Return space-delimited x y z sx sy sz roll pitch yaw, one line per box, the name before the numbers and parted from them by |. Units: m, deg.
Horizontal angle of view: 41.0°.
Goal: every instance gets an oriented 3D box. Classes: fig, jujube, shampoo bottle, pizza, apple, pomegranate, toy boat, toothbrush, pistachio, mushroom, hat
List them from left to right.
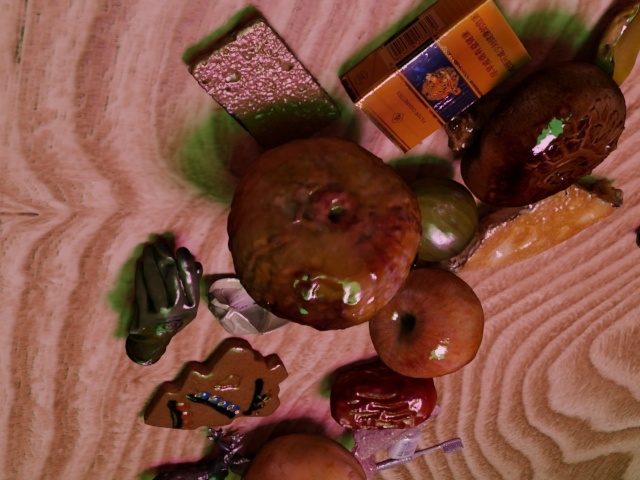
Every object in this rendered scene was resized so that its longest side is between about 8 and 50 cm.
hat | -0.123 0.107 1.514 0.166 0.081 0.122 -21 103 -24
toy boat | -0.159 0.534 2.002 0.063 0.016 0.115 -32 140 10
pomegranate | -0.018 0.582 1.858 0.343 0.342 0.342 -13 139 -11
fig | 0.000 0.000 1.319 0.286 0.286 0.368 -17 173 -7
jujube | 0.134 0.327 1.809 0.230 0.155 0.155 -5 138 -5
toothbrush | 0.200 0.571 2.194 0.354 0.029 0.024 -15 126 -8
shampoo bottle | 0.207 0.491 2.099 0.072 0.043 0.099 -6 137 -20
fig | 0.146 -0.071 1.396 0.151 0.151 0.259 -41 119 21
apple | 0.197 0.154 1.593 0.211 0.211 0.188 -43 159 23
pizza | 0.388 -0.033 1.576 0.365 0.074 0.182 -25 142 4
mushroom | 0.337 -0.159 1.334 0.278 0.163 0.297 -6 153 -10
pistachio | 0.456 -0.303 1.325 0.089 0.049 0.173 -30 144 -29

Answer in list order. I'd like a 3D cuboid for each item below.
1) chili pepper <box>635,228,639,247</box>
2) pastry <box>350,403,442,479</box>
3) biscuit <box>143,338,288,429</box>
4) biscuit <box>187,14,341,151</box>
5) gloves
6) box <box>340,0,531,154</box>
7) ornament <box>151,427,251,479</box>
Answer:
chili pepper | 0.778 0.043 1.845 0.359 0.076 0.085 30 93 -43
pastry | 0.157 0.424 1.956 0.265 0.112 0.103 -46 147 18
biscuit | -0.209 0.313 1.712 0.302 0.043 0.278 -24 140 2
biscuit | -0.074 -0.210 1.204 0.131 0.025 0.231 -32 140 11
gloves | -0.261 0.111 1.426 0.135 0.107 0.268 -30 150 -43
box | 0.168 -0.248 1.242 0.237 0.070 0.152 -35 139 17
ornament | -0.255 0.481 1.836 0.202 0.080 0.236 -2 145 -30
